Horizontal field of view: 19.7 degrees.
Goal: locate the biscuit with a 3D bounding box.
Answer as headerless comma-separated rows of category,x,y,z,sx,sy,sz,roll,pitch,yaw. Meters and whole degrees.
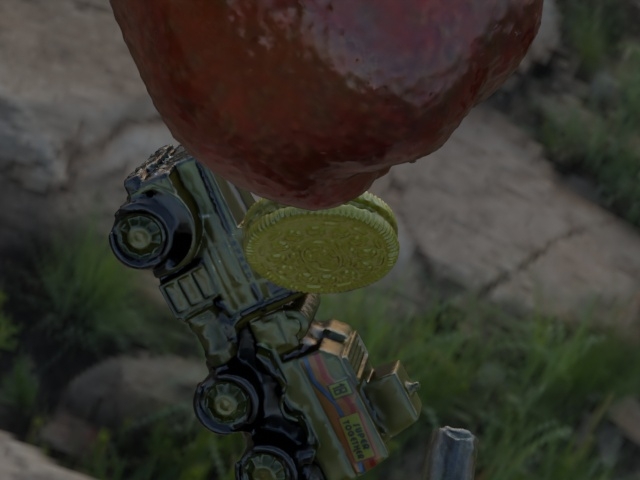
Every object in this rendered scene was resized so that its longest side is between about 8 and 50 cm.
biscuit,0.000,0.000,0.971,0.084,0.084,0.023,10,57,-16

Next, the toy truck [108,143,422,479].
toy truck,-0.040,0.048,1.257,0.257,0.127,0.127,59,16,-9

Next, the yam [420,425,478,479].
yam,0.034,0.183,0.697,0.027,0.029,0.234,11,70,-4

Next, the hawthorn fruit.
hawthorn fruit,-0.006,-0.083,0.601,0.138,0.133,0.133,51,38,-11
